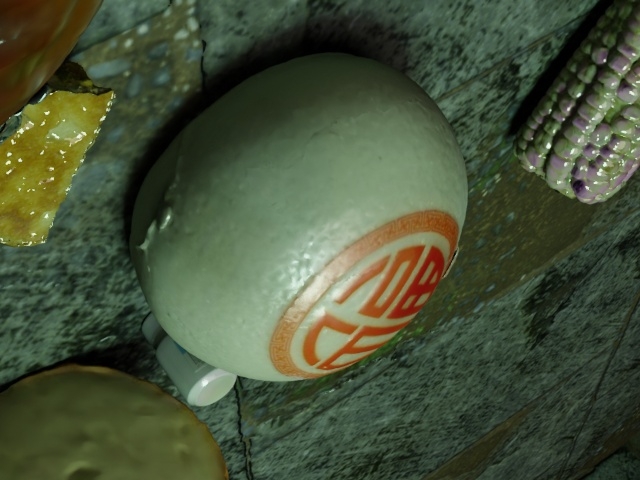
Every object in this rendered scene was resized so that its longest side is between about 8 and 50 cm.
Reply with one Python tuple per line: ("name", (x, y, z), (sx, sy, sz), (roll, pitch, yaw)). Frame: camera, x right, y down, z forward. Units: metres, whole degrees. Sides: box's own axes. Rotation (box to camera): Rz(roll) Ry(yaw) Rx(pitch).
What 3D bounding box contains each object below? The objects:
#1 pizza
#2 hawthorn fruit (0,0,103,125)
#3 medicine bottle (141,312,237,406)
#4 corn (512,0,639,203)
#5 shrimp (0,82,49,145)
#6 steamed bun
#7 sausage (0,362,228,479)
("pizza", (-0.193, -0.064, 0.700), (0.134, 0.046, 0.175), (-28, 147, -17))
("hawthorn fruit", (-0.183, -0.127, 0.353), (0.267, 0.301, 0.268), (-36, 158, -17))
("medicine bottle", (-0.115, 0.099, 0.994), (0.052, 0.089, 0.052), (-30, 150, -20))
("corn", (0.312, -0.182, 1.091), (0.126, 0.126, 0.335), (-8, 137, -46))
("shrimp", (-0.239, -0.069, 0.584), (0.219, 0.046, 0.152), (-32, 139, 18))
("steamed bun", (0.000, 0.000, 0.899), (0.283, 0.177, 0.283), (-30, 150, -19))
("sausage", (-0.209, 0.280, 0.995), (0.233, 0.233, 0.287), (-22, 146, -31))
